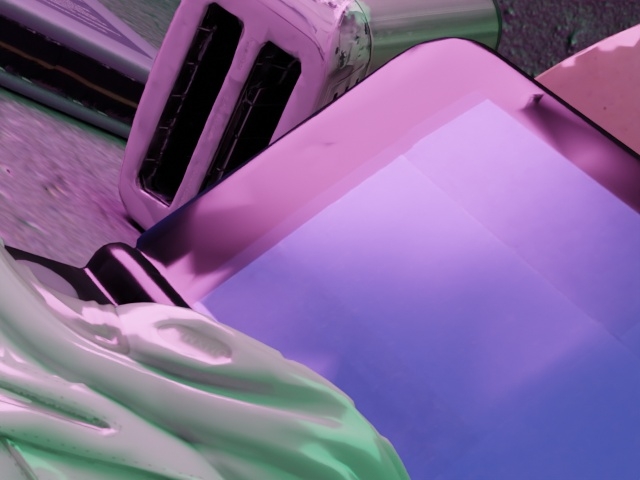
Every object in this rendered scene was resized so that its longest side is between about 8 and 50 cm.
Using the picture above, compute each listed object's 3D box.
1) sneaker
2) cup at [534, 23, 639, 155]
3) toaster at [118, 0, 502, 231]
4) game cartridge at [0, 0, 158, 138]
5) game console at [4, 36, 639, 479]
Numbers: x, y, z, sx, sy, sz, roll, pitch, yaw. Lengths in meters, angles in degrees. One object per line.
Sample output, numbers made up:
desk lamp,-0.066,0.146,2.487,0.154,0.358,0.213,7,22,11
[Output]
sneaker,-0.099,0.043,0.344,0.232,0.090,0.115,21,39,24
cup,0.227,0.069,0.852,0.331,0.331,0.237,26,39,-46
toaster,-0.012,-0.064,0.914,0.129,0.227,0.146,39,26,26
game cartridge,-0.211,-0.153,1.074,0.196,0.060,0.294,45,12,32
game console,0.007,0.028,0.496,0.250,0.173,0.293,21,16,-47
